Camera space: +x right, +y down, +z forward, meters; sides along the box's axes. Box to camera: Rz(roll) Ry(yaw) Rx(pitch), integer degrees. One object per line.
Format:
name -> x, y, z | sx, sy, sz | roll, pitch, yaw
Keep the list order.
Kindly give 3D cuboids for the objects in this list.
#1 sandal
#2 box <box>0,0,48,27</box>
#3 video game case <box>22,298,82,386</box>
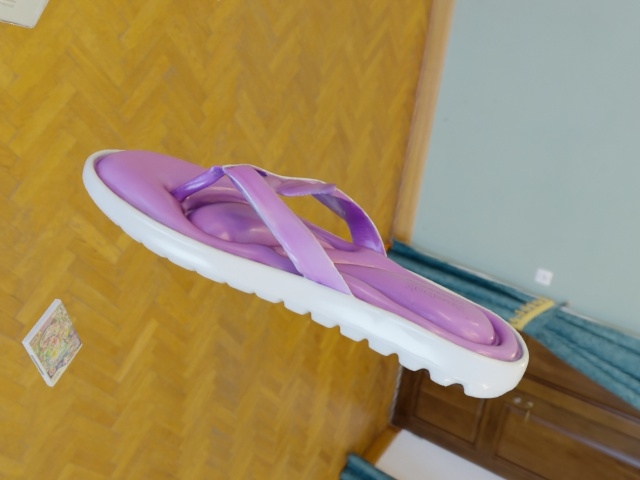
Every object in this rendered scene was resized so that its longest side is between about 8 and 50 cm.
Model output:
sandal -> 0.001, -0.005, 0.555 | 0.169, 0.416, 0.102 | -71, -173, -71
box -> -0.409, -0.399, 0.749 | 0.148, 0.232, 0.126 | -42, 157, 31
video game case -> -0.422, 0.163, 0.993 | 0.122, 0.011, 0.087 | 90, 18, -46
